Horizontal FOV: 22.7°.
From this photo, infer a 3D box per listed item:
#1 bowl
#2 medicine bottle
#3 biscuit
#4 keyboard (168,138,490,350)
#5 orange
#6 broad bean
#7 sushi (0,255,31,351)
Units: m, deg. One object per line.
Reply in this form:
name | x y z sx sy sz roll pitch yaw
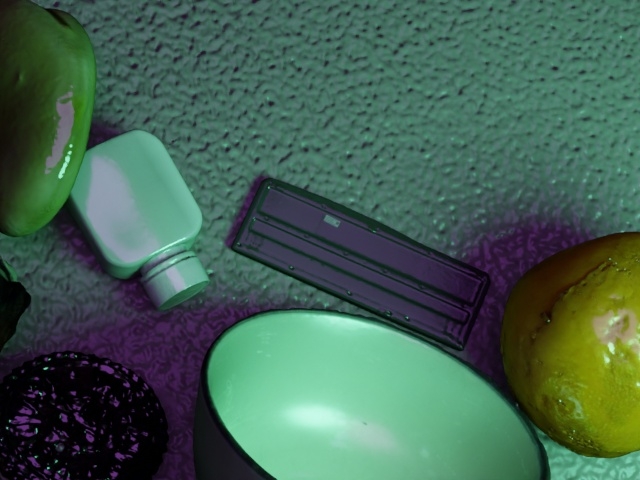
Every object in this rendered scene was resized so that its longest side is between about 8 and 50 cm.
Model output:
bowl | 0.028 0.239 1.558 0.354 0.354 0.185 20 118 -1
medicine bottle | -0.189 -0.019 1.693 0.119 0.069 0.183 -27 79 -21
biscuit | -0.248 0.196 1.609 0.194 0.053 0.194 10 49 -11
keyboard | -0.003 0.003 1.730 0.381 0.041 0.103 26 74 -6
orange | 0.303 0.106 1.628 0.240 0.240 0.240 1 76 -6
broad bean | -0.300 -0.132 1.666 0.121 0.189 0.263 7 71 -44
sushi | -0.459 0.086 1.525 0.299 0.281 0.294 32 78 -4
